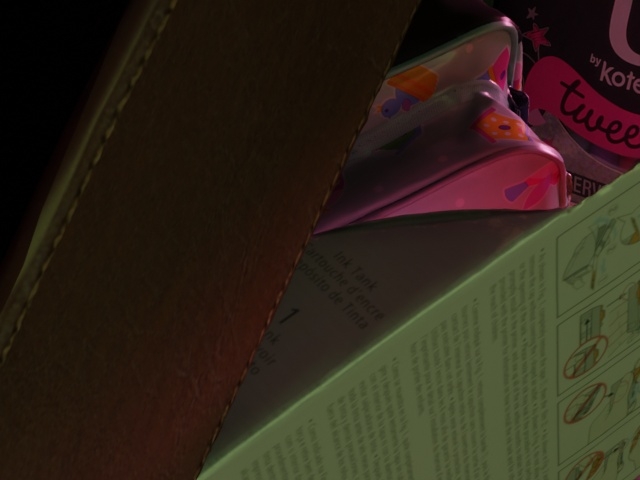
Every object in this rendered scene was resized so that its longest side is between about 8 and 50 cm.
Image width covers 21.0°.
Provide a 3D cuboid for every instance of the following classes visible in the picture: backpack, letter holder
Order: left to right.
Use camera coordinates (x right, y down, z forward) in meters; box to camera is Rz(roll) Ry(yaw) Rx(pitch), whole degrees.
[{"bbox_3d":[-0.090,-0.054,0.352,0.302,0.152,0.214,-65,163,-13],"label":"letter holder"},{"bbox_3d":[0.000,0.000,0.602,0.166,0.144,0.188,-28,150,-11],"label":"backpack"}]

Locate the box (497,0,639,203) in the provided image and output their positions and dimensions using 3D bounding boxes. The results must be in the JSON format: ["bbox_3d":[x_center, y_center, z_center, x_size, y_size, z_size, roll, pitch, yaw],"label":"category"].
[{"bbox_3d":[0.222,-0.077,0.816,0.163,0.247,0.142,-22,127,-52],"label":"box"}]

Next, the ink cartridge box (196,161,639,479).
[{"bbox_3d":[0.033,0.054,0.538,0.232,0.066,0.189,-38,147,-20],"label":"ink cartridge box"}]
